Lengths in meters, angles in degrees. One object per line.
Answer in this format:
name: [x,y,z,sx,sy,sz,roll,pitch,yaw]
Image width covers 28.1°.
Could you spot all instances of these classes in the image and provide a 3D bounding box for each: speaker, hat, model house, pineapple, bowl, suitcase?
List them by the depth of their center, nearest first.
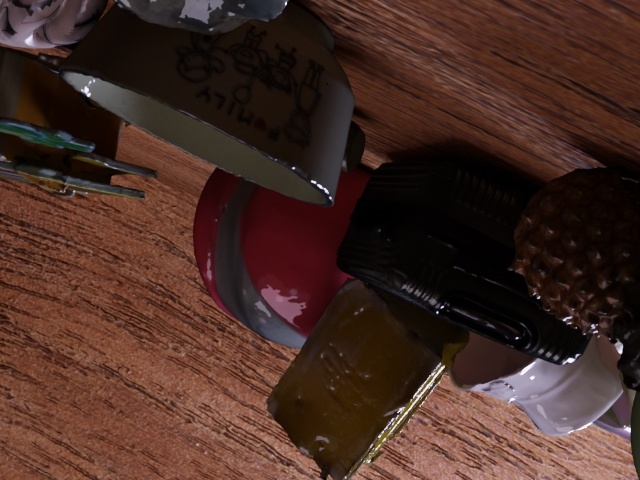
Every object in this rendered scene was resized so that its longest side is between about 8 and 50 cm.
pineapple: [0.227,0.062,0.812,0.130,0.119,0.277,-9,-143,-27]
bowl: [-0.064,-0.116,0.893,0.211,0.112,0.211,26,177,2]
suitcase: [0.133,0.012,1.180,0.202,0.128,0.312,24,179,-9]
hat: [0.243,0.125,1.351,0.126,0.203,0.203,45,171,-14]
model house: [-0.335,-0.173,1.493,0.313,0.242,0.357,9,175,-3]
speaker: [0.000,0.000,1.523,0.294,0.294,0.294,25,176,2]

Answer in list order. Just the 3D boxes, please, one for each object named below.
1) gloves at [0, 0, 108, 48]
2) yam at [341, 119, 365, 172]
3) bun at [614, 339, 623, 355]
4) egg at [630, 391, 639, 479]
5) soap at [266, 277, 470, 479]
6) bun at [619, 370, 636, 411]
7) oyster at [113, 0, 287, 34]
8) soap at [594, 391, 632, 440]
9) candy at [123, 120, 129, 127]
gloves: [-0.215,-0.191,0.944,0.127,0.111,0.212,35,178,-39]
yam: [-0.084,-0.133,1.162,0.274,0.061,0.061,24,175,19]
bun: [0.303,0.101,1.478,0.183,0.102,0.183,23,174,2]
egg: [0.350,0.149,0.977,0.220,0.220,0.269,25,170,13]
soap: [0.045,0.143,1.379,0.135,0.233,0.076,45,-145,17]
bun: [0.409,0.162,1.243,0.259,0.160,0.259,23,174,2]
oyster: [-0.130,-0.179,0.689,0.252,0.087,0.199,19,167,-9]
soap: [0.398,0.184,1.676,0.199,0.138,0.182,29,176,-41]
candy: [-0.100,-0.123,1.291,0.203,0.078,0.141,14,-172,-5]
